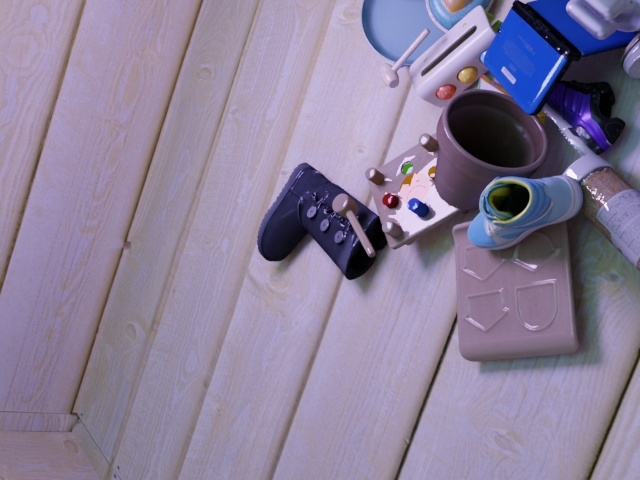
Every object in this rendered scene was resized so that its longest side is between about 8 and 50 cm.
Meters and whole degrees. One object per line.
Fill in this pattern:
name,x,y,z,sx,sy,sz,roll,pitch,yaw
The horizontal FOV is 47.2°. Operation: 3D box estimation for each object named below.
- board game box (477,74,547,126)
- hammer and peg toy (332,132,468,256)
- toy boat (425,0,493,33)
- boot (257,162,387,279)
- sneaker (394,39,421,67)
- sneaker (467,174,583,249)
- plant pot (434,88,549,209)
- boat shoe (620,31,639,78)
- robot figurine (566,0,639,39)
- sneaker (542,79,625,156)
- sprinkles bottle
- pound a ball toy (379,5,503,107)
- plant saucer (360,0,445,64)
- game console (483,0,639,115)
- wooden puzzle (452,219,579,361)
board game box,0.470,-0.320,1.882,0.259,0.039,0.124,-127,36,-46
hammer and peg toy,0.224,-0.105,2.026,0.361,0.127,0.266,-32,56,25
toy boat,0.324,-0.709,2.021,0.318,0.148,0.268,11,87,14
boot,0.001,-0.002,2.321,0.445,0.146,0.367,40,112,43
sneaker,0.233,-0.623,2.218,0.126,0.091,0.240,-25,60,21
sneaker,0.398,-0.064,1.642,0.319,0.208,0.127,-35,62,51
plant pot,0.385,-0.199,1.785,0.229,0.262,0.263,110,150,-55
boat shoe,0.771,-0.420,1.519,0.302,0.113,0.103,-34,50,39
robot figurine,0.685,-0.581,1.532,0.353,0.300,0.200,-39,74,-4
sneaker,0.605,-0.325,1.713,0.146,0.102,0.293,-45,53,26
sprinkles bottle,0.654,-0.035,1.542,0.121,0.121,0.355,-55,44,25
pound a ball toy,0.342,-0.480,1.977,0.319,0.208,0.136,-37,53,37
plant saucer,0.276,-0.658,2.127,0.317,0.043,0.318,-1,85,14
game console,0.560,-0.449,1.736,0.293,0.173,0.250,-109,37,-49
wooden puzzle,0.470,0.107,1.767,0.322,0.080,0.348,-16,72,47
